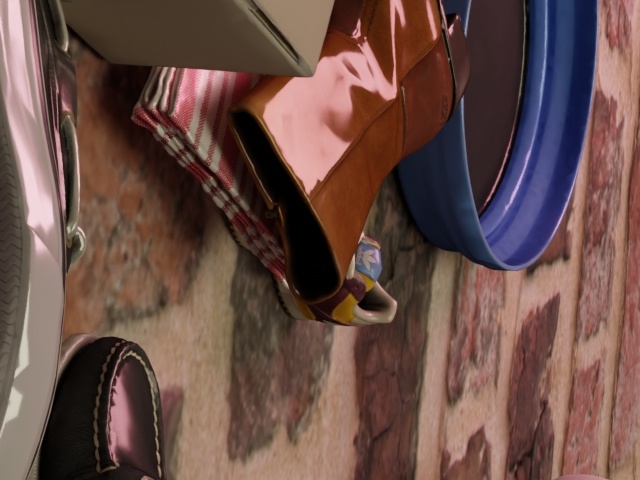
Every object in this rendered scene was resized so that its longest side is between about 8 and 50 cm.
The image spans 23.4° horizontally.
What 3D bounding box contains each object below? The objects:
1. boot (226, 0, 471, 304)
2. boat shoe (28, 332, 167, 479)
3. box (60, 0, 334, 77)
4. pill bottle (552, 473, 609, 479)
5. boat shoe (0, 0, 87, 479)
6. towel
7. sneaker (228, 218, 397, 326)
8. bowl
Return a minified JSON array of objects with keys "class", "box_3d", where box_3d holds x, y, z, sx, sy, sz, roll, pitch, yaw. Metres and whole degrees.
[{"class":"boot","box_3d":[-0.005,-0.138,1.009,0.280,0.096,0.264,-53,135,-50]},{"class":"boat shoe","box_3d":[-0.096,0.177,0.777,0.114,0.091,0.302,50,32,-53]},{"class":"box","box_3d":[-0.049,-0.258,0.863,0.121,0.148,0.311,42,60,-61]},{"class":"pill bottle","box_3d":[0.246,0.404,1.615,0.318,0.176,0.176,-59,146,-41]},{"class":"boat shoe","box_3d":[-0.149,-0.023,0.681,0.119,0.121,0.335,41,45,-64]},{"class":"towel","box_3d":[-0.049,-0.074,0.985,0.197,0.029,0.144,52,36,-43]},{"class":"sneaker","box_3d":[0.000,0.000,1.100,0.185,0.084,0.069,57,45,-54]},{"class":"bowl","box_3d":[0.165,-0.168,1.418,0.391,0.077,0.391,6,90,-65]}]
